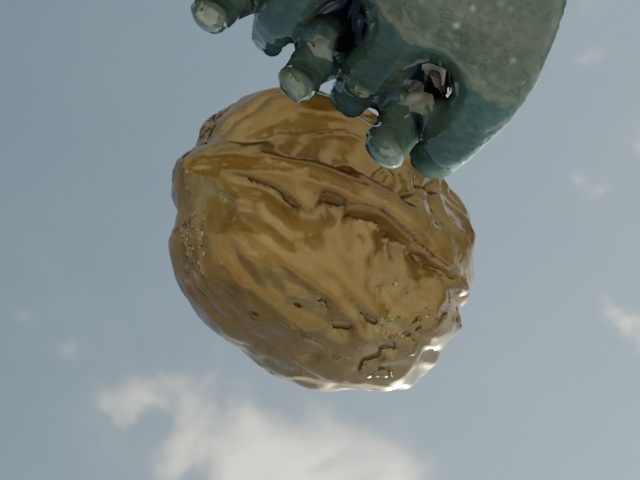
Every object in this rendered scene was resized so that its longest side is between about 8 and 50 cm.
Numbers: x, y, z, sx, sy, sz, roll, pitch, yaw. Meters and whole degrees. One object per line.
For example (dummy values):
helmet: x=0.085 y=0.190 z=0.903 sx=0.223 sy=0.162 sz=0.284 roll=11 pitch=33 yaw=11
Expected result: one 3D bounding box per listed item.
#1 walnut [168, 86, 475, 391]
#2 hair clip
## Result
walnut: x=0.000 y=0.000 z=1.283 sx=0.245 sy=0.198 sz=0.198 roll=31 pitch=-145 yaw=-31
hair clip: x=0.023 y=-0.205 z=1.036 sx=0.318 sy=0.238 sz=0.392 roll=37 pitch=-172 yaw=-4
